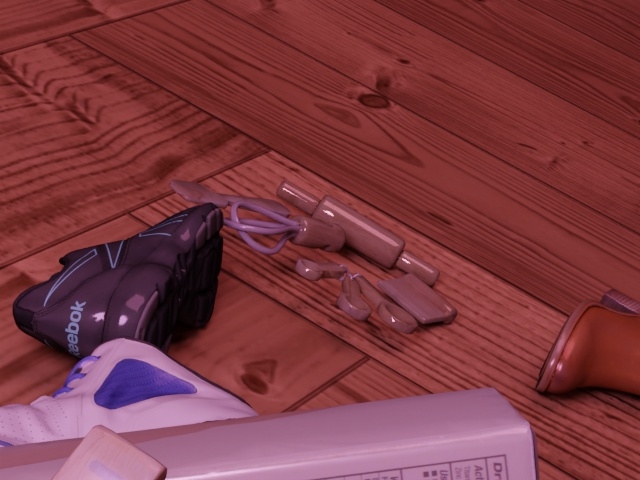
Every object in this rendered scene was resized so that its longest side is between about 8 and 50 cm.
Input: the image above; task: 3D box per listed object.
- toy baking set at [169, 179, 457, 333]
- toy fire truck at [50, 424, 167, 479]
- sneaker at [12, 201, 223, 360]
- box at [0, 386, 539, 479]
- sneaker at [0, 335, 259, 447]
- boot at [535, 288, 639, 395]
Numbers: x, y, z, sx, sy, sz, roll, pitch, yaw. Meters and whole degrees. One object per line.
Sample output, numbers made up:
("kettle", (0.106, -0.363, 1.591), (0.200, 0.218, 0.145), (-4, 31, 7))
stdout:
("toy baking set", (0.003, -0.001, 1.674), (0.256, 0.030, 0.197), (32, 16, 6))
("toy fire truck", (-0.111, 0.239, 0.926), (0.217, 0.246, 0.158), (22, 26, 4))
("sneaker", (-0.142, 0.026, 1.491), (0.106, 0.101, 0.267), (8, 14, 11))
("box", (-0.039, 0.175, 1.073), (0.311, 0.148, 0.121), (-5, 7, -4))
("sneaker", (-0.157, 0.145, 1.245), (0.315, 0.127, 0.182), (1, 17, -22))
("boot", (0.276, 0.112, 1.664), (0.152, 0.073, 0.197), (34, 31, 18))
